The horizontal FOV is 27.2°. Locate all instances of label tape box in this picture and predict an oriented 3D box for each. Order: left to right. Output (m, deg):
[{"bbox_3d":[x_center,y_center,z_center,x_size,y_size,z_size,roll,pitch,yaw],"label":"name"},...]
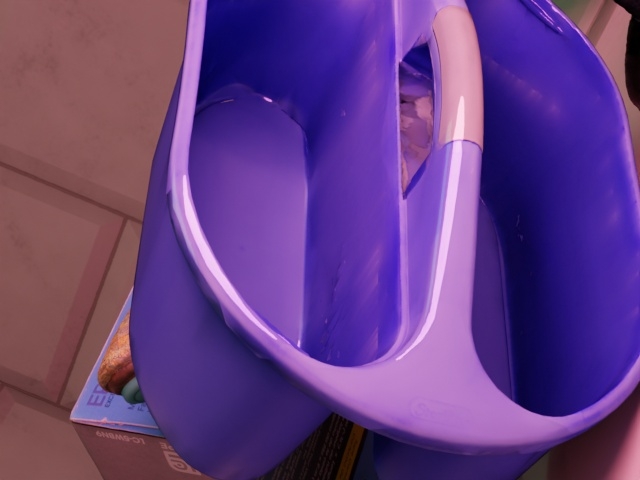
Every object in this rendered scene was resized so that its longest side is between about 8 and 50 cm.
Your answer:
[{"bbox_3d":[-0.046,0.141,0.991,0.333,0.106,0.240,73,-151,-45],"label":"label tape box"}]

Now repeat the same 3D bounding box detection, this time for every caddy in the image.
[{"bbox_3d":[0.036,-0.028,0.661,0.179,0.241,0.341,121,158,-45],"label":"caddy"}]

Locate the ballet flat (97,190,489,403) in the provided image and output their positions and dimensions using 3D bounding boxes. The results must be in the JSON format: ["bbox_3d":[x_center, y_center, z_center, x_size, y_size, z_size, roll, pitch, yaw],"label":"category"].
[{"bbox_3d":[0.000,0.000,0.816,0.348,0.123,0.123,-17,-31,-34],"label":"ballet flat"}]

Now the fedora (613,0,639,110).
[{"bbox_3d":[0.184,-0.228,0.675,0.334,0.152,0.334,-157,90,-87],"label":"fedora"}]
